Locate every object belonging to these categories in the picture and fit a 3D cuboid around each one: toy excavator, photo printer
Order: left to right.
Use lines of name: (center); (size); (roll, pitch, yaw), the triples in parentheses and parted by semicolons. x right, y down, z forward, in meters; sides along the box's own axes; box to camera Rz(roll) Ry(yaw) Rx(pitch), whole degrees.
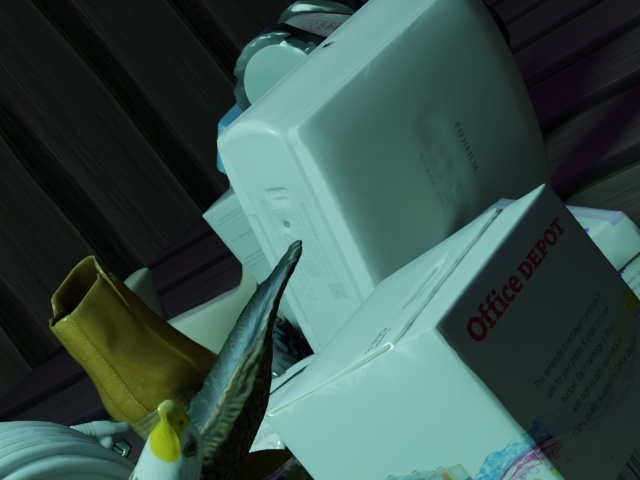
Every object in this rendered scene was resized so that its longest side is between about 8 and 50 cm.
toy excavator: (-0.023, -0.029, 2.095); (0.432, 0.445, 0.222); (6, 20, 11)
photo printer: (0.073, -0.064, 1.651); (0.107, 0.256, 0.307); (-4, 29, 42)

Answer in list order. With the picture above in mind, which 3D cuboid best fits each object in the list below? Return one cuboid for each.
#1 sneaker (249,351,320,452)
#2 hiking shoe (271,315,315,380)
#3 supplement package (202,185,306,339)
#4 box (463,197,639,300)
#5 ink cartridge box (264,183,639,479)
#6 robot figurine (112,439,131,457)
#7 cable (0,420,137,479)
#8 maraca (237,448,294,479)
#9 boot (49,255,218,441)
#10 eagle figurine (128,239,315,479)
sneaker: (-0.048, 0.169, 1.493); (0.235, 0.090, 0.095); (-42, 18, -11)
hiking shoe: (-0.045, 0.134, 1.740); (0.114, 0.086, 0.227); (-52, 3, -1)
supplement package: (0.000, 0.000, 1.856); (0.105, 0.179, 0.105); (-31, 11, 45)
box: (0.166, 0.015, 1.445); (0.067, 0.063, 0.324); (-41, 8, -4)
ink cartridge box: (0.092, 0.092, 0.931); (0.127, 0.176, 0.128); (-31, 11, 43)
robot figurine: (-0.258, 0.266, 1.679); (0.211, 0.085, 0.291); (-54, 0, -43)
cable: (-0.197, 0.238, 1.232); (0.089, 0.257, 0.257); (16, 5, 38)
maraca: (-0.022, 0.190, 1.206); (0.127, 0.099, 0.185); (-42, 31, -7)
boot: (-0.159, 0.097, 1.918); (0.104, 0.211, 0.295); (-36, 8, 12)
eagle figurine: (-0.059, 0.150, 1.097); (0.298, 0.226, 0.225); (-29, -7, -31)
